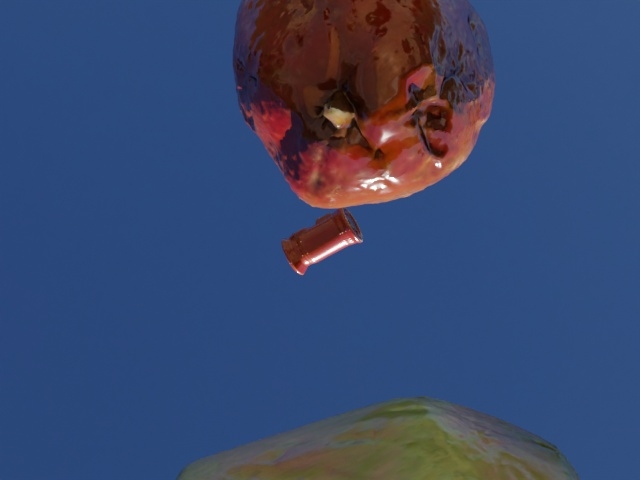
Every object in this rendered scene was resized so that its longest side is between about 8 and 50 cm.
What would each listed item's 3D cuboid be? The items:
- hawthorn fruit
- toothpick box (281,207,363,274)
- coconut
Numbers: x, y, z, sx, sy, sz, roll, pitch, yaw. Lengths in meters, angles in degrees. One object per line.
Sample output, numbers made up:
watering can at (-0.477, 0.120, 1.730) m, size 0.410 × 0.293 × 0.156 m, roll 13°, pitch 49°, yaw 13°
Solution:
hawthorn fruit at (0.021, -0.096, 0.853) m, size 0.173 × 0.173 × 0.179 m, roll 10°, pitch -128°, yaw -8°
toothpick box at (0.000, 0.000, 1.537) m, size 0.083 × 0.047 × 0.047 m, roll -29°, pitch -124°, yaw 12°
coconut at (0.018, 0.176, 0.617) m, size 0.236 × 0.204 × 0.236 m, roll -14°, pitch -140°, yaw 12°
